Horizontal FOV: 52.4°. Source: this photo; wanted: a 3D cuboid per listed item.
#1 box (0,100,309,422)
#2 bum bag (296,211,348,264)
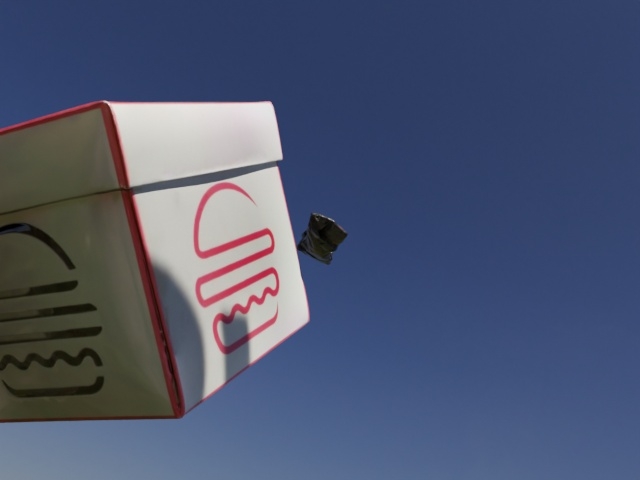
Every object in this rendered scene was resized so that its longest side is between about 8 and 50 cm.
[{"bbox_3d":[-0.227,0.013,0.756,0.314,0.300,0.312,-8,7,25],"label":"box"},{"bbox_3d":[0.001,-0.001,0.874,0.058,0.034,0.124,32,-23,0],"label":"bum bag"}]
